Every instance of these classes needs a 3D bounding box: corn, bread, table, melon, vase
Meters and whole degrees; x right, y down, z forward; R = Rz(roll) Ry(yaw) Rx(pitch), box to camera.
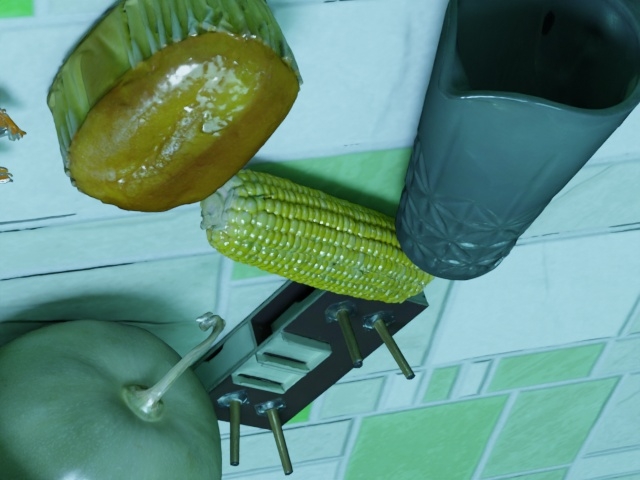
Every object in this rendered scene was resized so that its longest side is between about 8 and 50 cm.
[{"bbox_3d":[0.000,0.000,1.308,0.248,0.081,0.081,18,133,-42],"label":"corn"},{"bbox_3d":[-0.106,-0.101,1.094,0.132,0.114,0.190,19,127,-39],"label":"bread"},{"bbox_3d":[-0.012,0.127,1.462,0.121,0.111,0.240,16,135,-39],"label":"table"},{"bbox_3d":[-0.219,0.204,1.358,0.272,0.271,0.308,-6,152,-17],"label":"melon"},{"bbox_3d":[0.151,-0.087,1.212,0.251,0.156,0.301,-31,160,-27],"label":"vase"}]

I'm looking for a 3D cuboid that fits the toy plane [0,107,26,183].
[{"bbox_3d":[-0.295,-0.083,1.085,0.135,0.062,0.188,-23,133,10],"label":"toy plane"}]
